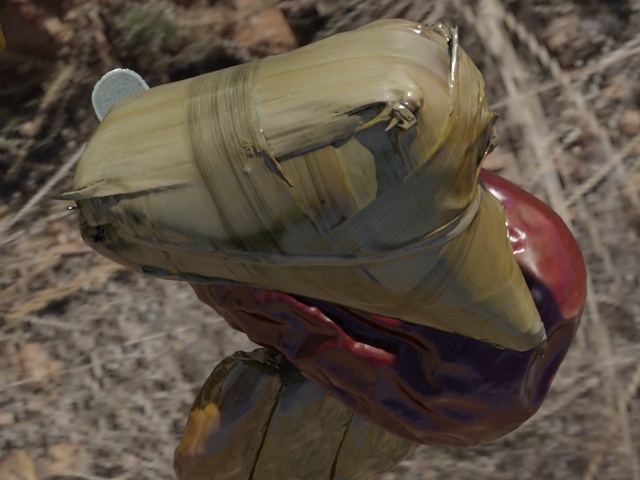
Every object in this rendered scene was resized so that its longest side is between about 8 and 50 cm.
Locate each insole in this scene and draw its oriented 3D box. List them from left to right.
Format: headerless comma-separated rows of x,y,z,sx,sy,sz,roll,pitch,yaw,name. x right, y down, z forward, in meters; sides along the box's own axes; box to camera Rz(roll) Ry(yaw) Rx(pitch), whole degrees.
-0.145,-0.061,1.838,0.080,0.003,0.232,-31,99,-12,insole

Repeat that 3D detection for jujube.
0.032,0.014,1.048,0.230,0.155,0.155,31,66,-3,jujube

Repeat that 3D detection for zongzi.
0.000,0.000,0.896,0.099,0.195,0.197,-78,151,-46,zongzi

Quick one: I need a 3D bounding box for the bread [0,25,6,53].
-0.425,-0.189,1.424,0.361,0.138,0.077,8,53,9,bread

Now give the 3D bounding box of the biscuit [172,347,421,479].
0.002,0.112,1.183,0.045,0.154,0.299,42,26,23,biscuit
